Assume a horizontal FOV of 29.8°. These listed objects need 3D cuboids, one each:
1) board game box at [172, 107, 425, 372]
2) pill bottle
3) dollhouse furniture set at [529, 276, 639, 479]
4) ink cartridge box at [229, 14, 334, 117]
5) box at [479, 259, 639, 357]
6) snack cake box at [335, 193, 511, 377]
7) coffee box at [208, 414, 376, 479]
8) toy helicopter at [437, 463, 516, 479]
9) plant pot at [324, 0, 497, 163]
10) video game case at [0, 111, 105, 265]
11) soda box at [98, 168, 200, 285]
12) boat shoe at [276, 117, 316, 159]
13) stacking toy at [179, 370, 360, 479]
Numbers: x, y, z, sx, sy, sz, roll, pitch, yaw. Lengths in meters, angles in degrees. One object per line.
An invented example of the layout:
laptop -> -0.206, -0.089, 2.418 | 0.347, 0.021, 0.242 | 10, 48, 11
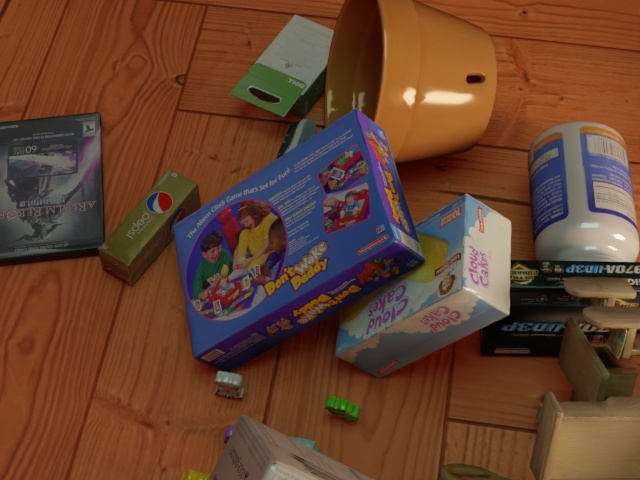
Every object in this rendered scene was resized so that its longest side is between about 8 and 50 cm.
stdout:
board game box -> -0.042, 0.003, 1.690 | 0.347, 0.078, 0.233 | -30, 53, 23
pill bottle -> 0.389, -0.029, 1.779 | 0.152, 0.152, 0.272 | 2, 56, 2
dollhouse furniture set -> 0.327, 0.191, 1.519 | 0.160, 0.212, 0.242 | 1, 27, -9
ink cartridge box -> -0.049, -0.275, 2.007 | 0.109, 0.062, 0.209 | 26, 59, 17
box -> 0.339, 0.097, 1.676 | 0.220, 0.175, 0.051 | 1, 53, 0
snack cake box -> 0.139, 0.068, 1.649 | 0.089, 0.264, 0.152 | 29, 50, -26
coffee box -> 0.004, 0.420, 1.242 | 0.338, 0.337, 0.334 | 27, 86, -6
toy helicopter -> 0.324, 0.336, 1.515 | 0.354, 0.140, 0.235 | 13, 13, 12
plant pot -> 0.142, -0.243, 1.873 | 0.203, 0.291, 0.291 | 5, 53, -16
video game case -> -0.442, -0.085, 1.901 | 0.196, 0.026, 0.274 | -6, 54, -4
soda box -> -0.259, -0.021, 1.832 | 0.058, 0.061, 0.181 | 27, 60, 17
boat shoe -> -0.047, -0.135, 1.925 | 0.040, 0.049, 0.142 | -5, 49, 39
stacking toy -> -0.065, 0.280, 1.632 | 0.221, 0.052, 0.167 | 11, 58, 6
